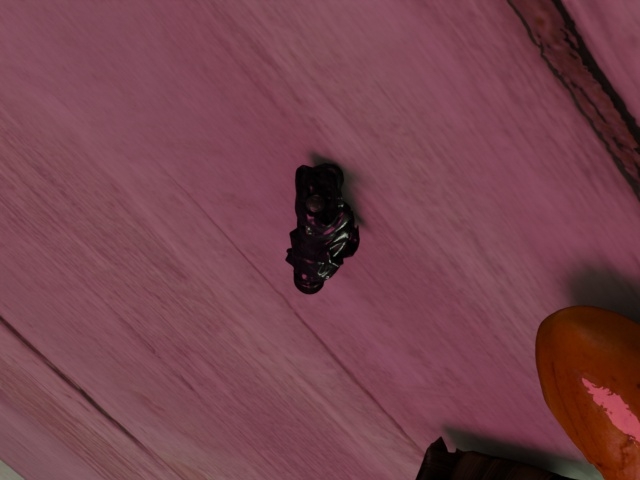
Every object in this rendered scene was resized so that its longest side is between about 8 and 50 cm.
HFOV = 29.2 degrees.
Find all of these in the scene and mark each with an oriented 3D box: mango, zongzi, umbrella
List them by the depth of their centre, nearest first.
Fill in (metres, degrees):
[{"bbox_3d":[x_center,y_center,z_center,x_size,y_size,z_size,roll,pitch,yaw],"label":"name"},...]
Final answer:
[{"bbox_3d":[0.301,0.158,1.187,0.257,0.138,0.187,53,174,-39],"label":"mango"},{"bbox_3d":[0.002,0.002,1.317,0.071,0.080,0.224,-4,154,-8],"label":"umbrella"},{"bbox_3d":[0.278,0.395,1.579,0.285,0.134,0.288,12,145,37],"label":"zongzi"}]
